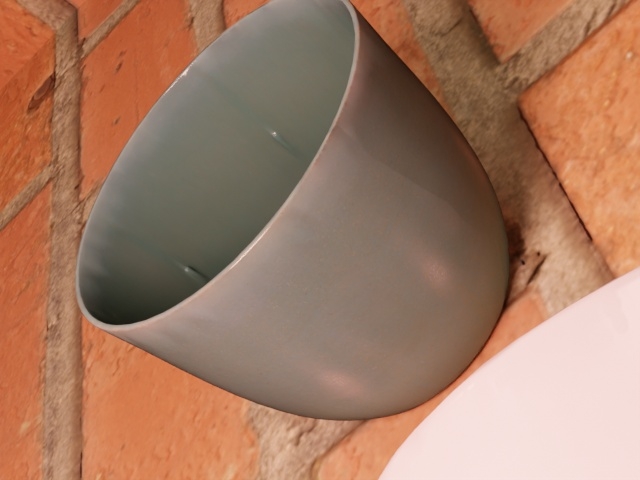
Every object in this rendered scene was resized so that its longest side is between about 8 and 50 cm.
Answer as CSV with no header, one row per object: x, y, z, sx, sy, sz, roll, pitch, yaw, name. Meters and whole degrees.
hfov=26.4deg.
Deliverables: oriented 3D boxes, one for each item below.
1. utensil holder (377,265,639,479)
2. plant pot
0.194,0.217,0.335,0.327,0.327,0.385,-39,46,23,utensil holder
0.000,0.000,1.021,0.293,0.235,0.293,-35,33,27,plant pot
